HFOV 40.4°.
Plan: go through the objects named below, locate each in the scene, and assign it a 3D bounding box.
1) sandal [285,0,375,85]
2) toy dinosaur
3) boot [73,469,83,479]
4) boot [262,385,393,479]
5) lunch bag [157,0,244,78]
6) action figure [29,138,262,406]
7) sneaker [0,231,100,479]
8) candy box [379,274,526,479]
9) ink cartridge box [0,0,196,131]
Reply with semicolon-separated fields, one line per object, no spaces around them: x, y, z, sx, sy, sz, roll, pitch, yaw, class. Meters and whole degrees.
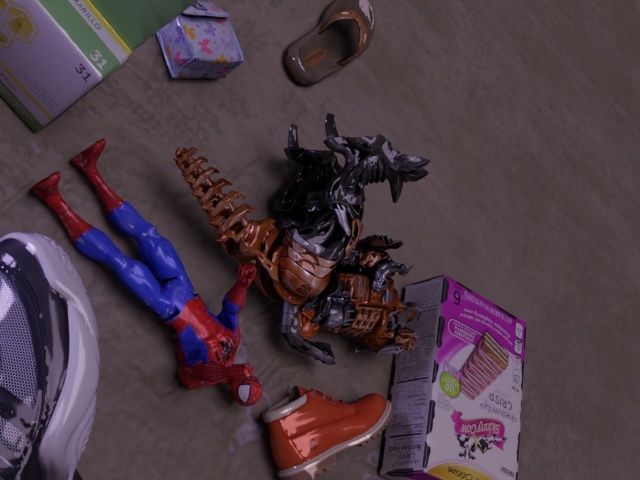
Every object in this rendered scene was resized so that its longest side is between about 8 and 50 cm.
0.023;-0.246;1.047;0.072;0.049;0.180;54;48;-14;sandal
0.000;0.000;0.882;0.322;0.164;0.218;45;64;-49;toy dinosaur
-0.302;0.154;0.534;0.260;0.131;0.347;-36;109;-43;boot
0.009;0.177;0.884;0.158;0.059;0.084;-21;85;-43;boot
-0.128;-0.213;0.898;0.071;0.053;0.083;-8;72;-45;lunch bag
-0.119;0.036;0.765;0.280;0.139;0.091;56;48;-16;action figure
-0.213;0.117;0.461;0.153;0.101;0.268;18;75;-51;sneaker
0.160;0.178;1.008;0.159;0.071;0.233;29;58;-33;candy box
-0.215;-0.204;0.687;0.171;0.235;0.056;51;46;-18;ink cartridge box
